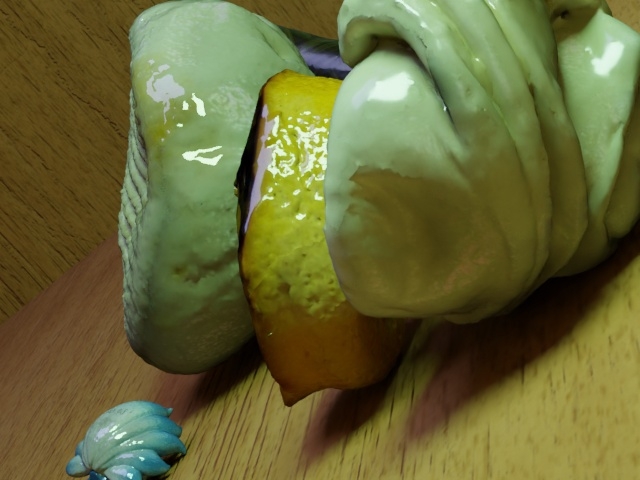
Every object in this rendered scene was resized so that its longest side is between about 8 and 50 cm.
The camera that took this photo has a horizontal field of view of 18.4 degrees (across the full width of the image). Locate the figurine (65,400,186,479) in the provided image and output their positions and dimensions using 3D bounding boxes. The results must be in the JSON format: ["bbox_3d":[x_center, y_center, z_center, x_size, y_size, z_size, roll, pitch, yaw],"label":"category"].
[{"bbox_3d":[-0.169,0.185,1.780,0.114,0.079,0.114,-22,16,7],"label":"figurine"}]

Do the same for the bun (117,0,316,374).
[{"bbox_3d":[-0.087,-0.047,1.919,0.219,0.365,0.365,1,7,-6],"label":"bun"}]

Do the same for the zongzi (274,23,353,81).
[{"bbox_3d":[0.047,-0.203,2.191,0.248,0.241,0.111,-31,13,44],"label":"zongzi"}]

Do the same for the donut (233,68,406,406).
[{"bbox_3d":[0.001,-0.002,1.476,0.118,0.253,0.253,4,25,15],"label":"donut"}]

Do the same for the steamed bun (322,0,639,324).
[{"bbox_3d":[0.126,-0.073,1.317,0.207,0.268,0.280,2,1,16],"label":"steamed bun"}]
